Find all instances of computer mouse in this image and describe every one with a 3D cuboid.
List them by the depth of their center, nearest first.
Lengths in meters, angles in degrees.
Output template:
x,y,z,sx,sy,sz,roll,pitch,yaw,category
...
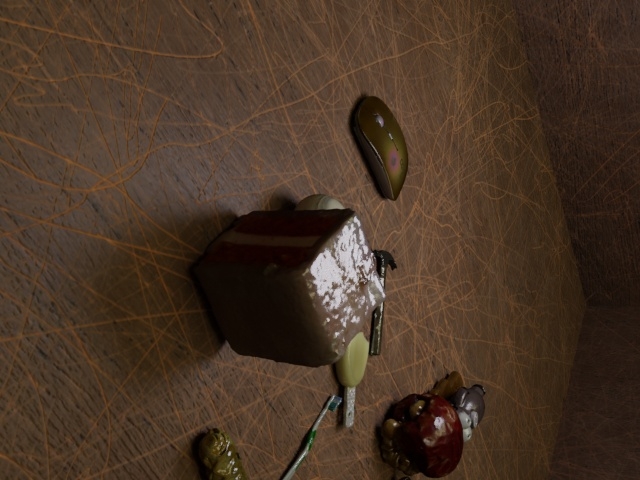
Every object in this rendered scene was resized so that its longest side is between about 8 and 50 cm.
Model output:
x,y,z,sx,sy,sz,roll,pitch,yaw,category
0.179,-0.251,2.004,0.310,0.072,0.158,61,41,-37,computer mouse

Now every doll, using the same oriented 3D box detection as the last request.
x,y,z,sx,sy,sz,roll,pitch,yaw,category
0.450,0.561,2.324,0.257,0.117,0.182,-27,117,-53,doll

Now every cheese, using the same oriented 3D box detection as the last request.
x,y,z,sx,sy,sz,roll,pitch,yaw,category
0.078,0.356,1.883,0.127,0.050,0.255,2,91,-59,cheese

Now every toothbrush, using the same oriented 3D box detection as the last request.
x,y,z,sx,sy,sz,roll,pitch,yaw,category
-0.030,0.484,1.741,0.304,0.030,0.030,-50,131,-41,toothbrush

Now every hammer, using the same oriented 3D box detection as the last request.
x,y,z,sx,sy,sz,roll,pitch,yaw,category
0.166,0.175,2.033,0.125,0.027,0.297,17,76,-51,hammer

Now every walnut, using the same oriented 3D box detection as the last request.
x,y,z,sx,sy,sz,roll,pitch,yaw,category
0.297,0.577,2.095,0.244,0.222,0.269,-37,119,-14,walnut

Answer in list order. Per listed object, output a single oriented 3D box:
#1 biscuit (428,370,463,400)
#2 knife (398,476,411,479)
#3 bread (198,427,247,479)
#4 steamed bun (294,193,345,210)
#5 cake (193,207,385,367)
x,y,z,sx,sy,sz,roll,pitch,yaw,category
0.398,0.563,2.390,0.301,0.043,0.278,22,74,-53,biscuit
0.190,0.795,2.063,0.123,0.053,0.278,56,46,-36,knife
-0.169,0.540,1.479,0.077,0.084,0.367,-20,112,-10,bread
0.000,0.000,1.673,0.228,0.131,0.177,59,34,-38,steamed bun
-0.063,0.083,1.425,0.237,0.309,0.230,-47,124,-42,cake
